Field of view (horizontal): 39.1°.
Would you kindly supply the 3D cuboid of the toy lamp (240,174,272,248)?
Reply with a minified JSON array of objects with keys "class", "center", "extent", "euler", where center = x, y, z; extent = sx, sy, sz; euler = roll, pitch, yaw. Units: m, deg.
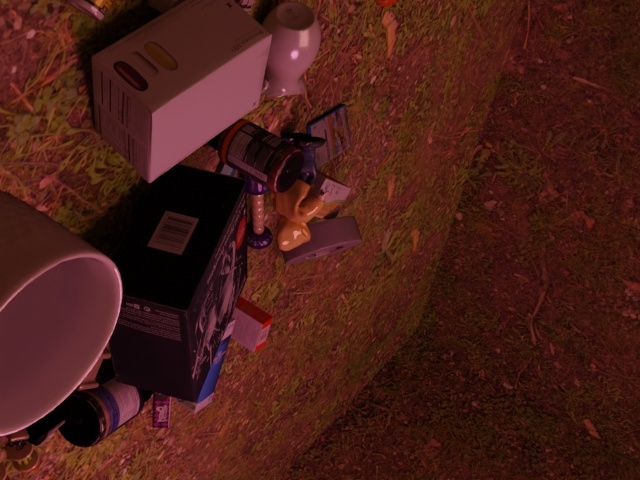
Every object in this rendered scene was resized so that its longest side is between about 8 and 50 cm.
[{"class":"toy lamp","center":[-0.150,-0.089,2.138],"extent":[0.080,0.080,0.275],"euler":[-46,158,-32]}]

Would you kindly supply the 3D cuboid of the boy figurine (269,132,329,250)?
[{"class":"boy figurine","center":[-0.050,-0.111,2.171],"extent":[0.092,0.177,0.285],"euler":[-13,112,-48]}]

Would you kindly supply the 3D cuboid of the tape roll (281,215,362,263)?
[{"class":"tape roll","center":[0.000,0.000,2.427],"extent":[0.219,0.072,0.219],"euler":[-17,174,-2]}]

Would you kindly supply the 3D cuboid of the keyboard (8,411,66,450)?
[{"class":"keyboard","center":[-0.554,0.357,1.730],"extent":[0.100,0.038,0.192],"euler":[-43,-166,-26]}]

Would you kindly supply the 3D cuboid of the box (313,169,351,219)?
[{"class":"box","center":[-0.017,-0.127,2.339],"extent":[0.103,0.114,0.203],"euler":[-61,161,6]}]

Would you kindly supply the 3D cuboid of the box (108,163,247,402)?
[{"class":"box","center":[-0.276,0.081,1.781],"extent":[0.313,0.178,0.343],"euler":[96,11,-50]}]

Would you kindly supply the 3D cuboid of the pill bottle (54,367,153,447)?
[{"class":"pill bottle","center":[-0.455,0.345,1.932],"extent":[0.219,0.122,0.123],"euler":[-30,145,-64]}]

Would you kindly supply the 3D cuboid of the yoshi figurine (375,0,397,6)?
[{"class":"yoshi figurine","center":[0.095,-0.614,1.865],"extent":[0.362,0.203,0.203],"euler":[-6,108,-63]}]

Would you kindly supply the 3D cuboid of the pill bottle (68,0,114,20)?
[{"class":"pill bottle","center":[-0.323,-0.391,1.336],"extent":[0.116,0.065,0.065],"euler":[-59,160,-2]}]

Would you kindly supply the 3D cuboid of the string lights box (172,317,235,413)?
[{"class":"string lights box","center":[-0.305,0.274,2.180],"extent":[0.076,0.133,0.260],"euler":[-31,145,-54]}]

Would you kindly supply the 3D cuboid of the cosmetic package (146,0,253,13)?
[{"class":"cosmetic package","center":[-0.193,-0.450,1.567],"extent":[0.239,0.060,0.099],"euler":[-28,142,-55]}]

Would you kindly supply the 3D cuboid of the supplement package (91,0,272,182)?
[{"class":"supplement package","center":[-0.232,-0.262,1.510],"extent":[0.262,0.145,0.204],"euler":[-41,166,-27]}]

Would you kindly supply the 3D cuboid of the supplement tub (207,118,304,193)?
[{"class":"supplement tub","center":[-0.138,-0.183,1.858],"extent":[0.106,0.197,0.106],"euler":[-47,155,-29]}]

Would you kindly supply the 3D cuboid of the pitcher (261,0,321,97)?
[{"class":"pitcher","center":[-0.090,-0.377,1.847],"extent":[0.177,0.125,0.207],"euler":[-29,158,-28]}]

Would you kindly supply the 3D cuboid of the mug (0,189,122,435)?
[{"class":"mug","center":[-0.469,0.072,1.246],"extent":[0.276,0.328,0.374],"euler":[-56,160,-10]}]

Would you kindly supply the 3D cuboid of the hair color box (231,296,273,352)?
[{"class":"hair color box","center":[-0.206,0.195,2.255],"extent":[0.053,0.167,0.093],"euler":[-31,145,-53]}]

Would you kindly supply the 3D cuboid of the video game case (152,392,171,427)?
[{"class":"video game case","center":[-0.345,0.261,2.008],"extent":[0.232,0.041,0.210],"euler":[-97,-166,-54]}]

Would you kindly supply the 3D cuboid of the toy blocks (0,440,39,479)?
[{"class":"toy blocks","center":[-0.623,0.482,1.836],"extent":[0.123,0.054,0.148],"euler":[-45,155,-33]}]

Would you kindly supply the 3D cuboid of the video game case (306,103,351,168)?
[{"class":"video game case","center":[0.023,-0.269,2.322],"extent":[0.166,0.015,0.119],"euler":[-37,128,-45]}]

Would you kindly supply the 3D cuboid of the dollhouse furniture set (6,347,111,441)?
[{"class":"dollhouse furniture set","center":[-0.529,0.215,1.646],"extent":[0.259,0.135,0.262],"euler":[4,114,-55]}]

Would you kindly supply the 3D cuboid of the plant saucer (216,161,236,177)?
[{"class":"plant saucer","center":[-0.209,-0.152,1.996],"extent":[0.192,0.018,0.067],"euler":[-65,159,11]}]
